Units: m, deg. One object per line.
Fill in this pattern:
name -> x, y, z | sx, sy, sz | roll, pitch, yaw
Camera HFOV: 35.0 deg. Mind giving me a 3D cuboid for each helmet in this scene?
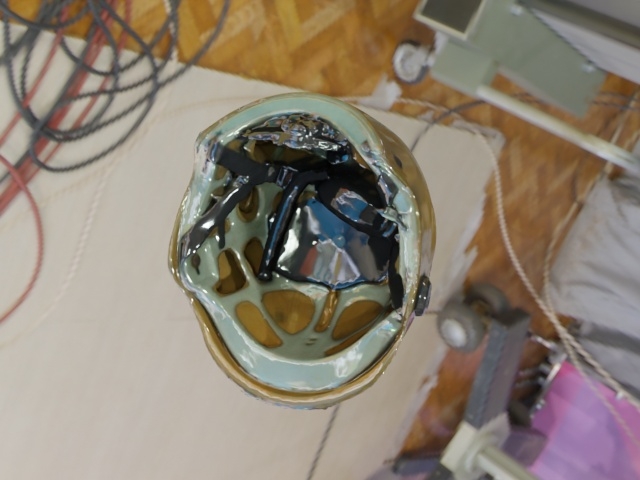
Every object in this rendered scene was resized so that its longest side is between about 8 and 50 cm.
helmet -> 0.000, 0.000, 0.755 | 0.130, 0.199, 0.224 | -26, 121, -61
